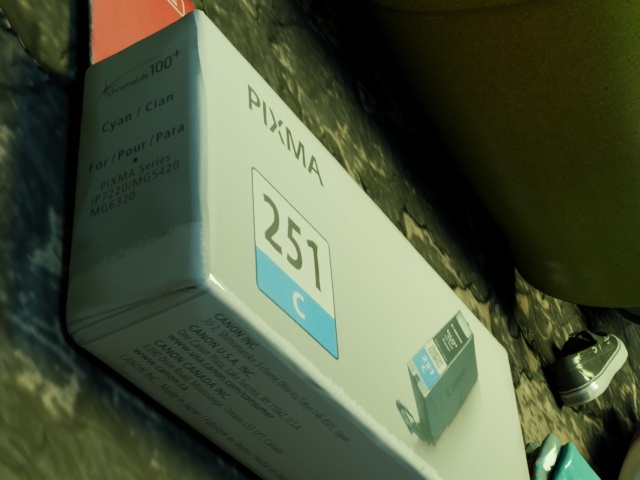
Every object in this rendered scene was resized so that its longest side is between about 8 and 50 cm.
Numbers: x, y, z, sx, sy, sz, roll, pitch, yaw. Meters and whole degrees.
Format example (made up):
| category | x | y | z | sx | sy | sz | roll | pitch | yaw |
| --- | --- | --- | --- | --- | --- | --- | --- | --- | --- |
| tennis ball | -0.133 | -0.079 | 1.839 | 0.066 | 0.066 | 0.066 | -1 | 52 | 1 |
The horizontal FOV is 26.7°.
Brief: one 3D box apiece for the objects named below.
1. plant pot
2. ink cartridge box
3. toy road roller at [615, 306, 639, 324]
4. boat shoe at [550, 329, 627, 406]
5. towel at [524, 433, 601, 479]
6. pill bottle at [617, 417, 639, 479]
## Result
| category | x | y | z | sx | sy | sz | roll | pitch | yaw |
| --- | --- | --- | --- | --- | --- | --- | --- | --- | --- |
| plant pot | 0.216 | -0.153 | 1.021 | 0.366 | 0.366 | 0.353 | -78 | 152 | -59 |
| ink cartridge box | 0.000 | 0.000 | 0.634 | 0.296 | 0.066 | 0.261 | 46 | 29 | -44 |
| toy road roller | 0.353 | -0.094 | 1.305 | 0.202 | 0.330 | 0.240 | -11 | 46 | -40 |
| boat shoe | 0.219 | 0.095 | 1.110 | 0.040 | 0.049 | 0.142 | 64 | 22 | -3 |
| towel | 0.206 | 0.292 | 0.754 | 0.271 | 0.040 | 0.370 | 43 | 24 | -8 |
| pill bottle | 0.349 | 0.192 | 1.148 | 0.169 | 0.169 | 0.301 | 66 | 20 | 2 |
